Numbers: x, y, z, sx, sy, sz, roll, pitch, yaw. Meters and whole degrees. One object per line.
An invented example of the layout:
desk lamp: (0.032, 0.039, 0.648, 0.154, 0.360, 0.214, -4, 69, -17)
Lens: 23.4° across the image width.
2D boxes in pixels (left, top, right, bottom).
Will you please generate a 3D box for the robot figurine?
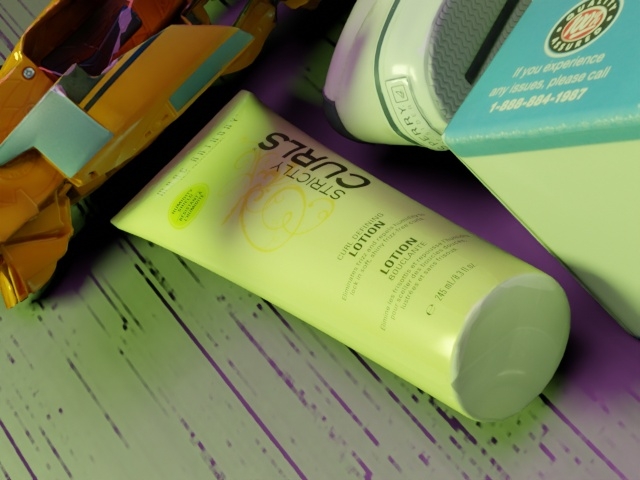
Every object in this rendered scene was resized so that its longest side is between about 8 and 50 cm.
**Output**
robot figurine: (-0.066, -0.099, 0.702, 0.291, 0.085, 0.211, -47, 8, -12)

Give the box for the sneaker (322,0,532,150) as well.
sneaker: (0.080, -0.146, 0.701, 0.091, 0.094, 0.258, 1, 46, 49)

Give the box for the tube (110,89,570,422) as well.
tube: (0.000, 0.000, 0.653, 0.070, 0.062, 0.240, -8, 25, -35)

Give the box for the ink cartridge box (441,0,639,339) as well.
ink cartridge box: (0.217, -0.118, 0.532, 0.307, 0.129, 0.223, -56, 23, -19)
